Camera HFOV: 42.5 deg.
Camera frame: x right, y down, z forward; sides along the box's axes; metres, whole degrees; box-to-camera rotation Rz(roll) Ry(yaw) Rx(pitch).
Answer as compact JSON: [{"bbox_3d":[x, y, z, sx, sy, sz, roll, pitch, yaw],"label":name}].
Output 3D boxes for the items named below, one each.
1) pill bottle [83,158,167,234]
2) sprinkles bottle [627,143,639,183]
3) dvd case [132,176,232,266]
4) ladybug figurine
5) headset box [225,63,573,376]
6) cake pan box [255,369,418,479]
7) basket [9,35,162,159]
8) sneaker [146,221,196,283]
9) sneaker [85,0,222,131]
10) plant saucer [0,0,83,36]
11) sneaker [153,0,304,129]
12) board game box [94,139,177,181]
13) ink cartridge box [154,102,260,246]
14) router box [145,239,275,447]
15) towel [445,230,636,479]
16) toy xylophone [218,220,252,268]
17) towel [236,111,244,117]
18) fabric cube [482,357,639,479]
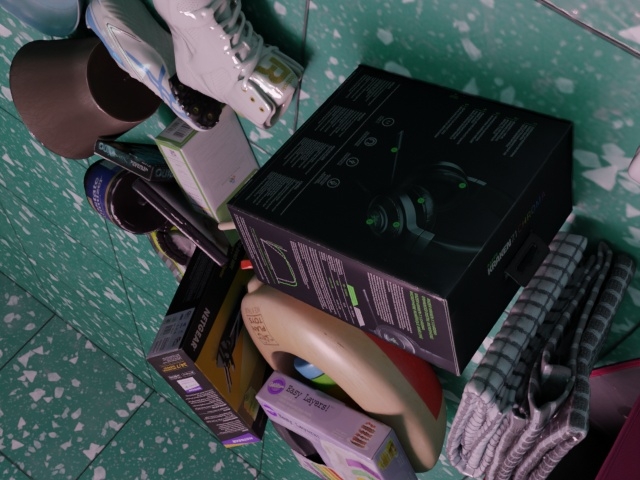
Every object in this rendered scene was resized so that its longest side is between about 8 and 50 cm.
[{"bbox_3d":[-0.357,-0.090,1.502,0.219,0.123,0.123,22,151,57],"label":"pill bottle"},{"bbox_3d":[0.412,-0.006,0.601,0.355,0.121,0.121,34,154,13],"label":"sprinkles bottle"},{"bbox_3d":[-0.209,-0.055,1.329,0.180,0.022,0.253,43,-172,-12],"label":"dvd case"},{"bbox_3d":[0.053,0.204,1.386,0.449,0.162,0.305,48,154,-18],"label":"ladybug figurine"},{"bbox_3d":[0.096,-0.032,0.851,0.283,0.246,0.131,22,149,32],"label":"headset box"},{"bbox_3d":[0.035,0.347,1.376,0.266,0.070,0.246,20,147,37],"label":"cake pan box"},{"bbox_3d":[-0.349,-0.228,1.261,0.227,0.154,0.204,0,124,49],"label":"basket"},{"bbox_3d":[-0.259,0.031,1.631,0.121,0.111,0.300,32,152,46],"label":"sneaker"},{"bbox_3d":[-0.227,-0.243,1.133,0.237,0.085,0.086,49,141,-4],"label":"sneaker"},{"bbox_3d":[-0.455,-0.439,1.185,0.317,0.044,0.318,31,153,18],"label":"plant saucer"},{"bbox_3d":[-0.091,-0.239,0.951,0.169,0.108,0.292,33,164,12],"label":"sneaker"},{"bbox_3d":[-0.241,-0.122,1.283,0.126,0.026,0.186,25,-165,29],"label":"board game box"},{"bbox_3d":[-0.155,-0.103,1.236,0.062,0.109,0.209,22,149,35],"label":"ink cartridge box"},{"bbox_3d":[-0.161,0.166,1.457,0.081,0.309,0.243,-17,124,26],"label":"router box"},{"bbox_3d":[0.255,0.151,0.943,0.121,0.235,0.284,28,153,17],"label":"towel"},{"bbox_3d":[0.000,0.000,1.104,0.322,0.236,0.081,169,96,-67],"label":"toy xylophone"},{"bbox_3d":[-0.104,-0.196,1.133,0.060,0.009,0.083,49,154,-20],"label":"towel"},{"bbox_3d":[0.387,0.339,1.044,0.258,0.254,0.259,40,154,-5],"label":"fabric cube"}]
